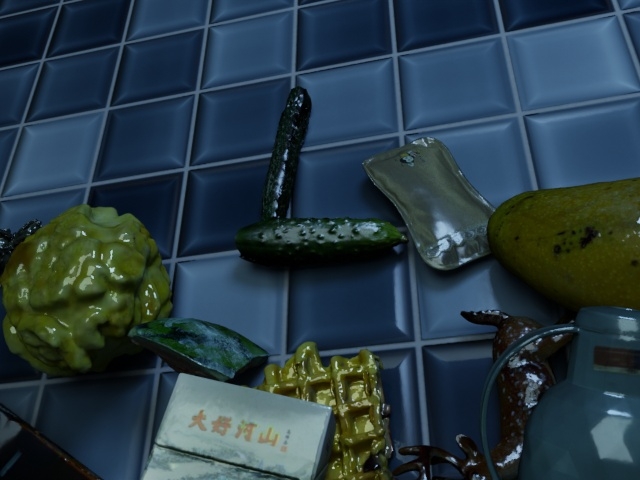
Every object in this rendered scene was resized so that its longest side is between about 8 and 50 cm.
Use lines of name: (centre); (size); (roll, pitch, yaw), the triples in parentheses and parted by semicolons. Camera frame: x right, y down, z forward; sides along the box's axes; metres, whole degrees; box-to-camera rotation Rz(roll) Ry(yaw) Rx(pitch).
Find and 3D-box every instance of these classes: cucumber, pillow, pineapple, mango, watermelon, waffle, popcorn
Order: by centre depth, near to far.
waffle: (-0.008, 0.259, 0.744); (0.283, 0.065, 0.309); (28, 72, 32)
mango: (0.335, 0.008, 0.745); (0.330, 0.176, 0.175); (13, 94, 22)
watermelon: (-0.144, 0.134, 0.815); (0.155, 0.101, 0.080); (37, 96, -10)
popcorn: (-0.300, 0.067, 0.888); (0.217, 0.181, 0.235); (-5, 51, 18)
cucumber: (0.000, 0.000, 0.911); (0.228, 0.069, 0.069); (-3, 57, 11)
pillow: (0.151, -0.054, 0.919); (0.130, 0.033, 0.217); (-21, 53, -12)
cucumber: (-0.052, -0.117, 1.020); (0.044, 0.043, 0.256); (-3, 57, 21)
pineapple: (-0.484, 0.017, 1.048); (0.159, 0.074, 0.074); (-24, 54, -6)

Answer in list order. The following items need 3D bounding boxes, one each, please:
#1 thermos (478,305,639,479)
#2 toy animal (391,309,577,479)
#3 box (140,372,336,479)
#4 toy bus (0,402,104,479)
thermos: (0.222, 0.197, 0.590); (0.182, 0.145, 0.286); (6, 89, 9)
toy animal: (0.207, 0.181, 0.734); (0.260, 0.087, 0.243); (-8, 42, 13)
box: (-0.094, 0.270, 0.667); (0.164, 0.069, 0.256); (10, 61, 13)
toy bus: (-0.318, 0.278, 0.805); (0.409, 0.092, 0.093); (24, 69, 28)
